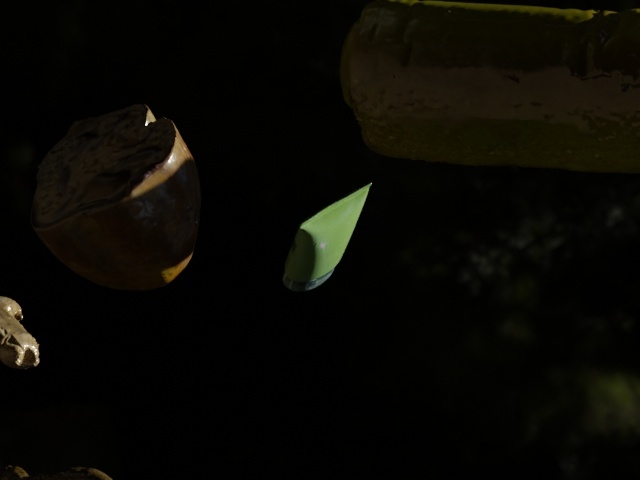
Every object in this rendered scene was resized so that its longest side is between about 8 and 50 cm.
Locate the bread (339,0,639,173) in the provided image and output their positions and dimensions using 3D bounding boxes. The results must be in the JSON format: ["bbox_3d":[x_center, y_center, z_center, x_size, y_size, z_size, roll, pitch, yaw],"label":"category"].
[{"bbox_3d":[0.197,-0.144,1.808,0.112,0.384,0.166,-46,136,-57],"label":"bread"}]

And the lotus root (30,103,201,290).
[{"bbox_3d":[-0.207,-0.036,2.125,0.180,0.199,0.188,54,26,-31],"label":"lotus root"}]

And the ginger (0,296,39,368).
[{"bbox_3d":[-0.396,0.110,2.353,0.069,0.051,0.173,26,16,-24],"label":"ginger"}]

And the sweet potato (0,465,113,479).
[{"bbox_3d":[-0.237,0.219,1.646,0.153,0.041,0.038,-2,-68,41],"label":"sweet potato"}]

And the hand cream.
[{"bbox_3d":[0.000,0.000,2.015,0.046,0.095,0.175,52,-25,18],"label":"hand cream"}]
